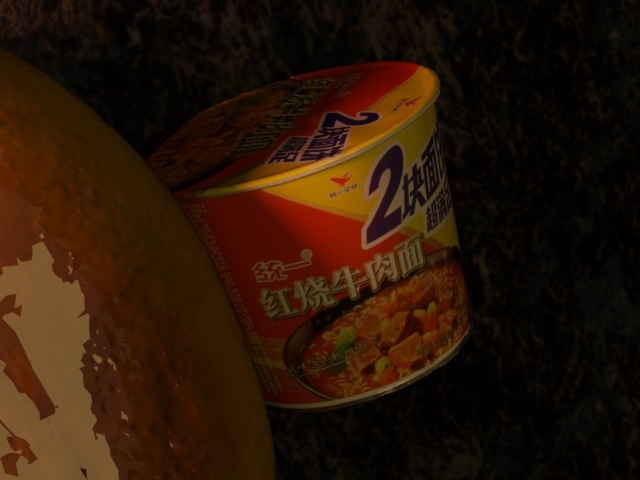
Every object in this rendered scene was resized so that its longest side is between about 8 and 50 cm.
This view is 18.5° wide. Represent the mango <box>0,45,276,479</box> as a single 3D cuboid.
[{"bbox_3d":[-0.202,0.073,1.166,0.301,0.220,0.445,-28,94,-3],"label":"mango"}]

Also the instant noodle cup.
[{"bbox_3d":[0.000,0.000,1.288,0.213,0.213,0.174,-27,112,-24],"label":"instant noodle cup"}]
